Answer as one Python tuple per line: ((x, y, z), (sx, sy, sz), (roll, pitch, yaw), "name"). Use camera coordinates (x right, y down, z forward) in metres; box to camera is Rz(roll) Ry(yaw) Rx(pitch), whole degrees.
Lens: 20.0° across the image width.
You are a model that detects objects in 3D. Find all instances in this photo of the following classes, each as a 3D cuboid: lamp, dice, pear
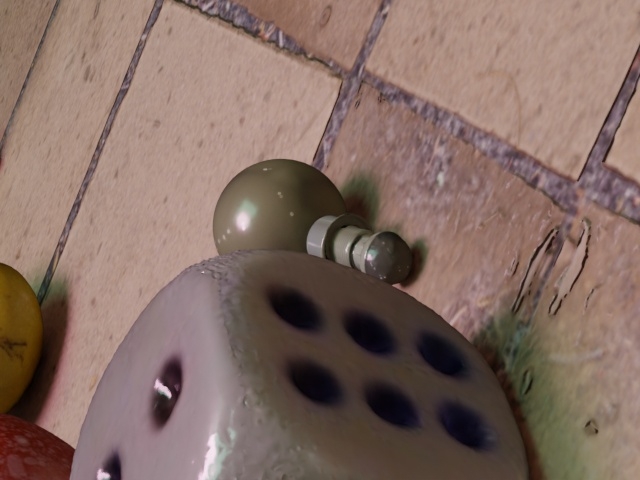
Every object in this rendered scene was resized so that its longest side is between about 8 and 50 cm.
((0.000, 0.000, 1.176), (0.163, 0.091, 0.091), (19, 90, 48), "lamp")
((-0.016, 0.133, 0.973), (0.192, 0.193, 0.194), (-56, 28, 30), "dice")
((-0.354, 0.101, 1.660), (0.200, 0.200, 0.200), (-43, 37, 44), "pear")

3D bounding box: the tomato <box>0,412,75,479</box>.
((-0.244, 0.265, 1.289), (0.270, 0.227, 0.270), (-60, 8, 14), "tomato")
